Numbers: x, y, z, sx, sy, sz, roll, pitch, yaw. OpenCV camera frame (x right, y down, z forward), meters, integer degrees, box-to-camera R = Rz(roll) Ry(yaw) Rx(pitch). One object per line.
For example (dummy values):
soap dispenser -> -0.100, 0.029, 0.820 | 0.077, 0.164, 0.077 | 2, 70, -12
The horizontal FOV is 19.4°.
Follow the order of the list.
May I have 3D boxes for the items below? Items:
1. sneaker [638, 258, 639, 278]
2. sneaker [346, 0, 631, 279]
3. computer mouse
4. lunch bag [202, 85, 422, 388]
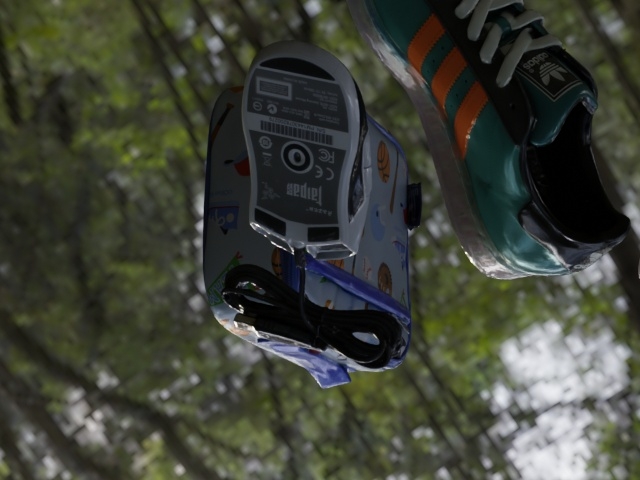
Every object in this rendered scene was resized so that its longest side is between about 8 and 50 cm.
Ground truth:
sneaker -> 0.405, -0.022, 1.650 | 0.124, 0.321, 0.180 | -11, -135, -26
sneaker -> 0.117, -0.118, 1.230 | 0.108, 0.302, 0.121 | -35, -164, -37
computer mouse -> -0.002, -0.025, 1.017 | 0.106, 0.193, 0.042 | 15, -147, 20
lunch bag -> 0.000, 0.000, 1.666 | 0.114, 0.243, 0.303 | -6, 164, 22
